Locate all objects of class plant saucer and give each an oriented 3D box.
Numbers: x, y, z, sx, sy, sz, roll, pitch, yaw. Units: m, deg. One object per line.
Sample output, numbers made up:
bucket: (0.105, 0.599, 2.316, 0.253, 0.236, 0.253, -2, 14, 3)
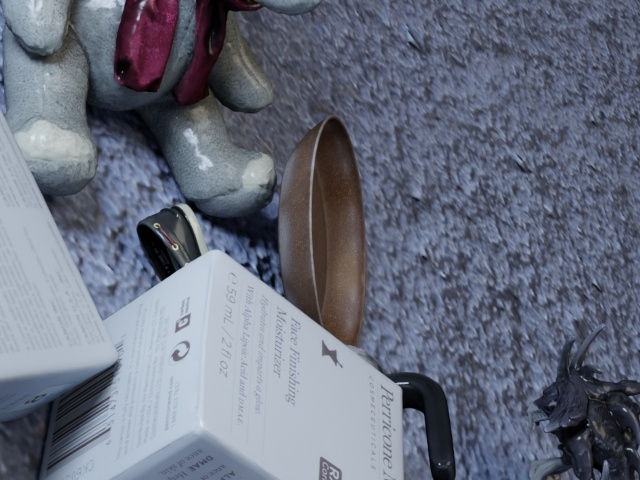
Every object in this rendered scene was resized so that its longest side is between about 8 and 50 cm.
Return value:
plant saucer: (0.000, 0.000, 1.343, 0.198, 0.036, 0.198, -3, 90, -78)

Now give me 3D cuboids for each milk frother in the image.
milk frother: (0.030, 0.174, 1.247, 0.129, 0.143, 0.134, 4, 40, -10)

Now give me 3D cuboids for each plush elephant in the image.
plush elephant: (-0.093, -0.206, 1.250, 0.272, 0.255, 0.330, 15, 49, -50)

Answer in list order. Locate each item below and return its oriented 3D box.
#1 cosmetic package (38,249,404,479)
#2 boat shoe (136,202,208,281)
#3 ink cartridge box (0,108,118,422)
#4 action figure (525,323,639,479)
cosmetic package: (-0.059, 0.137, 1.075, 0.184, 0.151, 0.151, 38, 35, -31)
boat shoe: (-0.093, 0.040, 1.233, 0.042, 0.049, 0.133, -24, 88, -32)
ink cartridge box: (-0.290, -0.040, 0.904, 0.308, 0.091, 0.385, 64, 20, 10)
action figure: (0.220, 0.217, 1.434, 0.164, 0.141, 0.275, -14, 89, -57)
